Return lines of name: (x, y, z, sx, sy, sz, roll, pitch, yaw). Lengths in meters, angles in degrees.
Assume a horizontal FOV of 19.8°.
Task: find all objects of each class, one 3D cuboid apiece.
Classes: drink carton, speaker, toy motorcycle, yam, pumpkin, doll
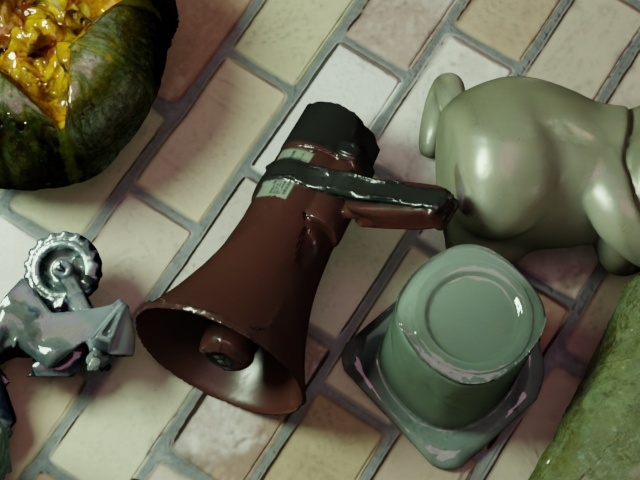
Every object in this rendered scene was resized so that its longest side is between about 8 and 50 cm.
drink carton: (0.143, 0.099, 1.918, 0.191, 0.189, 0.185, -38, 72, -16)
speaker: (-0.022, -0.004, 1.909, 0.198, 0.259, 0.329, 35, 69, -15)
toy motorcycle: (-0.299, 0.126, 1.920, 0.159, 0.106, 0.270, 36, 85, 4)
yam: (0.341, 0.201, 1.887, 0.195, 0.195, 0.300, 27, 70, 6)
pumpkin: (-0.319, -0.207, 1.988, 0.320, 0.192, 0.320, 2, 72, -5)
doll: (0.283, -0.064, 1.970, 0.370, 0.215, 0.226, 12, 54, 3)

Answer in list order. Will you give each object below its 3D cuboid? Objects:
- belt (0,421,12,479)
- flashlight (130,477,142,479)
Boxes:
belt: (-0.399, 0.269, 1.795, 0.150, 0.207, 0.257, 20, 102, 0)
flashlight: (-0.204, 0.360, 1.851, 0.093, 0.093, 0.232, 23, 71, 4)
